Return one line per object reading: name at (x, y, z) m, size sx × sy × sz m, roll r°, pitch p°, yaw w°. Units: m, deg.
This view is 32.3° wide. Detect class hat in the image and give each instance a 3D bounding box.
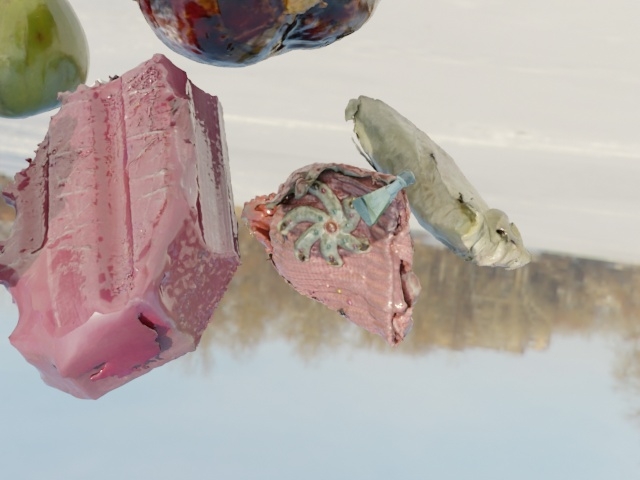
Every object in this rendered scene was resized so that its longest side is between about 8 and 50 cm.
hat at (0.000, 0.000, 1.432) m, size 0.286 × 0.236 × 0.107 m, roll 20°, pitch -150°, yaw 40°

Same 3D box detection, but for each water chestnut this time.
water chestnut at (-0.094, -0.361, 1.287) m, size 0.347 × 0.335 × 0.335 m, roll 27°, pitch -168°, yaw 35°

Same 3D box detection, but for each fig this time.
fig at (-0.426, -0.281, 1.552) m, size 0.203 × 0.225 × 0.203 m, roll 3°, pitch -155°, yaw -1°

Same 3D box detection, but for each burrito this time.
burrito at (0.171, -0.078, 1.653) m, size 0.175 × 0.107 × 0.347 m, roll 39°, pitch -172°, yaw -50°

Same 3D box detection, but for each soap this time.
soap at (-0.189, -0.013, 1.048) m, size 0.220 × 0.324 × 0.127 m, roll -25°, pitch 136°, yaw 17°

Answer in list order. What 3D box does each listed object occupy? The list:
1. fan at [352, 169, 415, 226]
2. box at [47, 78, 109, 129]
fan at (0.069, -0.047, 1.182) m, size 0.016 × 0.038 × 0.193 m, roll -34°, pitch 179°, yaw -14°
box at (-0.221, -0.127, 1.232) m, size 0.040 × 0.084 × 0.154 m, roll 54°, pitch -164°, yaw 18°
